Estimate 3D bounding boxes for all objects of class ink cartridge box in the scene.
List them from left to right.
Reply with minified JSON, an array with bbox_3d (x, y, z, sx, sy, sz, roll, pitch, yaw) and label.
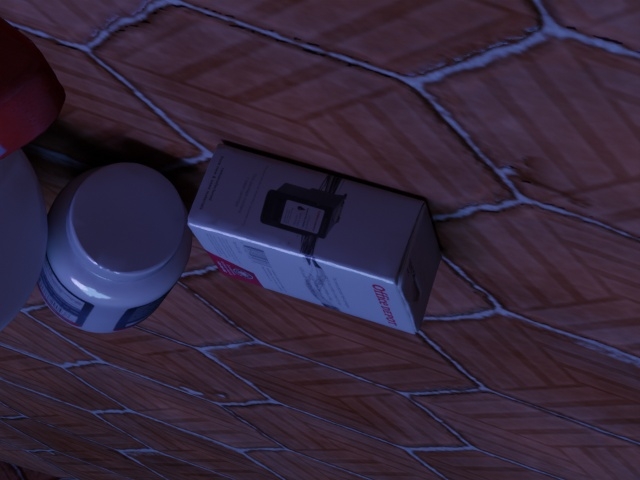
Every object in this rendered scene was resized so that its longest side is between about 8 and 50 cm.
[{"bbox_3d":[0.000,0.000,1.299,0.150,0.063,0.109,16,163,15],"label":"ink cartridge box"}]

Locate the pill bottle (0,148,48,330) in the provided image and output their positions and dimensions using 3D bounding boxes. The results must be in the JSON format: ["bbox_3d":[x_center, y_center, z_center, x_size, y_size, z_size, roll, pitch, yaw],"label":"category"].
[{"bbox_3d":[-0.357,0.007,1.490,0.224,0.224,0.392,27,164,-21],"label":"pill bottle"}]

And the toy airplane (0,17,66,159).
[{"bbox_3d":[-0.375,-0.102,0.980,0.386,0.272,0.384,25,160,-37],"label":"toy airplane"}]

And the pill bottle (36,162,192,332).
[{"bbox_3d":[-0.151,0.003,1.422,0.108,0.108,0.180,23,164,-7],"label":"pill bottle"}]
